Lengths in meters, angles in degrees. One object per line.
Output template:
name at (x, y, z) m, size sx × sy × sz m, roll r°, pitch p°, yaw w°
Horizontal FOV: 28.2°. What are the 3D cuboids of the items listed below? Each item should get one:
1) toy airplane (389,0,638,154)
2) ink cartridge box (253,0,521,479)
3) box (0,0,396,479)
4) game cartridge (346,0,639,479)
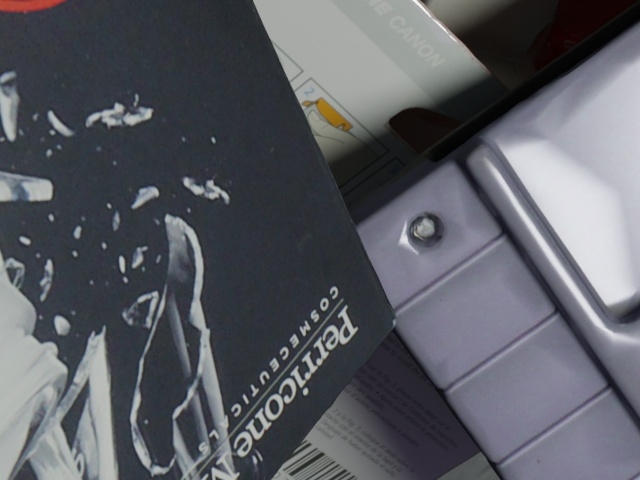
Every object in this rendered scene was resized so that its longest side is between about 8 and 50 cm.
toy airplane at (0.188, -0.087, 0.659) m, size 0.386 × 0.272 × 0.384 m, roll -13°, pitch 126°, yaw 21°
ink cartridge box at (0.000, 0.000, 0.584) m, size 0.239 × 0.060 × 0.275 m, roll -38°, pitch 118°, yaw 24°
box at (-0.184, 0.011, 0.322) m, size 0.343 × 0.179 × 0.312 m, roll -49°, pitch 133°, yaw -27°
game cartridge at (0.210, -0.014, 0.495) m, size 0.355 × 0.068 × 0.230 m, roll -36°, pitch 97°, yaw 3°
